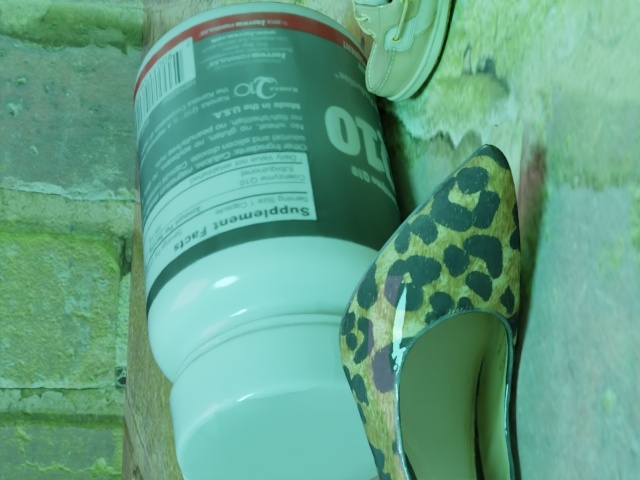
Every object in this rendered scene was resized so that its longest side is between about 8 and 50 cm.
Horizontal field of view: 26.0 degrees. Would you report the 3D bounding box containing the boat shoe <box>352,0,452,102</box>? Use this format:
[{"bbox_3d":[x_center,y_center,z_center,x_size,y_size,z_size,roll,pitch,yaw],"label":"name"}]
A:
[{"bbox_3d":[0.044,-0.146,0.787,0.170,0.059,0.063,109,158,-50],"label":"boat shoe"}]

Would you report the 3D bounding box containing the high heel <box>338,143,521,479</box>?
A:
[{"bbox_3d":[0.080,0.104,0.622,0.186,0.093,0.261,41,121,50],"label":"high heel"}]

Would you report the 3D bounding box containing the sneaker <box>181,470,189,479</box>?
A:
[{"bbox_3d":[-0.048,0.094,1.088,0.152,0.114,0.305,89,-179,-65],"label":"sneaker"}]

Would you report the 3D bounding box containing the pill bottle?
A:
[{"bbox_3d":[-0.028,0.004,0.851,0.161,0.161,0.283,109,158,-50],"label":"pill bottle"}]
